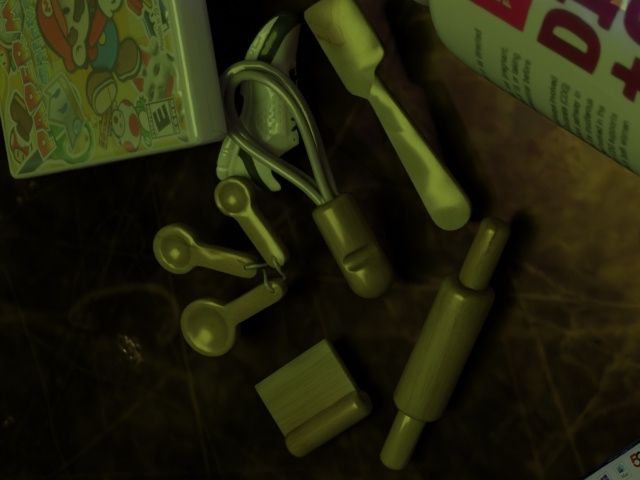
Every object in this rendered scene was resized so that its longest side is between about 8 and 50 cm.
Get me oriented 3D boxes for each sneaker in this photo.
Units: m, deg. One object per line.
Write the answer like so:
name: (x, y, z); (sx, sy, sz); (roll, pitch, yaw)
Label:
sneaker: (-0.024, -0.077, 1.107); (0.043, 0.040, 0.109); (23, 117, 17)

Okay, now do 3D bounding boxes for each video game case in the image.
video game case: (-0.138, -0.156, 1.132); (0.206, 0.026, 0.227); (-7, 94, 52)

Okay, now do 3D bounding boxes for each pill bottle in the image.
pill bottle: (0.152, -0.120, 0.901); (0.283, 0.160, 0.160); (35, 116, 24)

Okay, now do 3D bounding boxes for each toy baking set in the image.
toy baking set: (0.005, 0.005, 1.081); (0.196, 0.030, 0.256); (32, 118, 12)

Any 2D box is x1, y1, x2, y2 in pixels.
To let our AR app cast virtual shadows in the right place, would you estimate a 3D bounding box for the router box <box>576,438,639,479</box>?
router box: (0.141, 0.137, 0.976); (0.179, 0.133, 0.046); (-40, 78, 32)
